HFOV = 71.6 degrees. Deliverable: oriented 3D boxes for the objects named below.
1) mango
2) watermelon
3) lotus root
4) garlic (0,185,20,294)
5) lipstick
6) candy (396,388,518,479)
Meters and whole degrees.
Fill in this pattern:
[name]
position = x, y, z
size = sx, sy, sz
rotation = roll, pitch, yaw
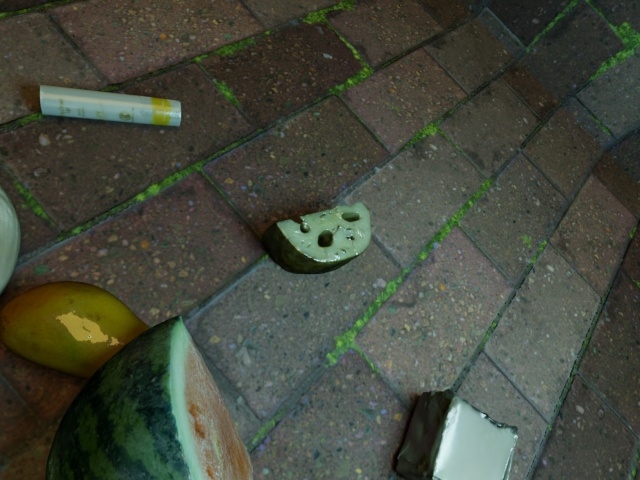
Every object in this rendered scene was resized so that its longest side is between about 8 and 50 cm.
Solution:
[mango]
position = -0.363, 0.145, 0.704
size = 0.253, 0.113, 0.139
rotation = 24, 57, -15
[watermelon]
position = -0.196, 0.275, 0.626
size = 0.292, 0.251, 0.283
rotation = 1, 24, -44
[lotus root]
position = 0.000, 0.000, 0.956
size = 0.234, 0.119, 0.138
rotation = -10, 69, -31
[garlic]
position = -0.565, 0.011, 0.686
size = 0.196, 0.151, 0.339
rotation = -23, 83, -5
[lipstick]
position = -0.431, -0.278, 0.925
size = 0.263, 0.059, 0.059
rotation = -2, 66, -26
[candy]
position = 0.266, 0.411, 0.861
size = 0.184, 0.137, 0.195
rotation = 34, 56, -6
